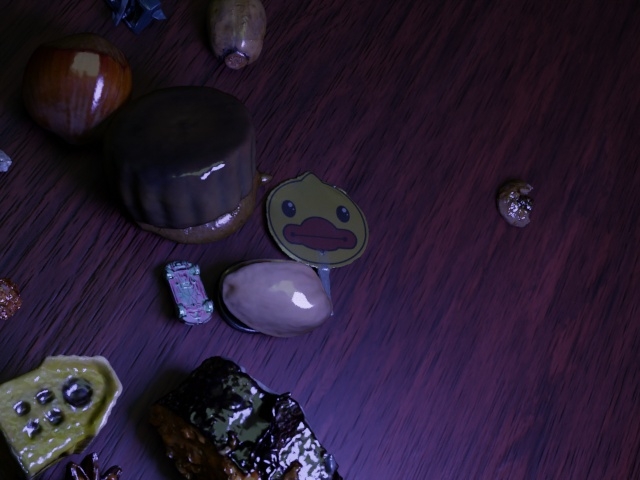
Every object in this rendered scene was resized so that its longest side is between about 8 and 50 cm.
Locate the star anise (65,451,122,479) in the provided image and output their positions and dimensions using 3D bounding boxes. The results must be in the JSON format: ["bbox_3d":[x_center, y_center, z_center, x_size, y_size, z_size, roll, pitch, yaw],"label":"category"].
[{"bbox_3d":[-0.416,0.439,1.640,0.234,0.073,0.177,9,76,-45],"label":"star anise"}]

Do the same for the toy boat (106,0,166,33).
[{"bbox_3d":[-0.426,-0.535,2.049,0.103,0.093,0.246,-37,87,-39],"label":"toy boat"}]

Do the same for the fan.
[{"bbox_3d":[0.000,0.000,2.050,0.229,0.011,0.335,4,62,-23],"label":"fan"}]

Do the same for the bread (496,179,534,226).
[{"bbox_3d":[0.446,-0.090,2.284,0.082,0.060,0.113,17,64,-20],"label":"bread"}]

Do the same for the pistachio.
[{"bbox_3d":[-0.081,0.105,1.897,0.223,0.126,0.152,19,101,-13],"label":"pistachio"}]

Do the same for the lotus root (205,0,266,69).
[{"bbox_3d":[-0.180,-0.470,2.125,0.125,0.118,0.221,14,66,-38],"label":"lotus root"}]

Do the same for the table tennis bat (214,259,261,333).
[{"bbox_3d":[-0.094,0.115,1.968,0.236,0.027,0.150,8,67,-21],"label":"table tennis bat"}]

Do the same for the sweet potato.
[{"bbox_3d":[-0.203,-0.063,1.952,0.310,0.098,0.124,-30,55,-29],"label":"sweet potato"}]

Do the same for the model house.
[{"bbox_3d":[-0.441,0.274,1.644,0.234,0.193,0.175,-35,84,-32],"label":"model house"}]

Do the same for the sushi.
[{"bbox_3d":[-0.126,0.363,1.734,0.348,0.234,0.207,45,58,4],"label":"sushi"}]

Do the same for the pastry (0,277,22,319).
[{"bbox_3d":[-0.597,0.087,1.725,0.169,0.063,0.087,10,63,-20],"label":"pastry"}]

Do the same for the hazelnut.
[{"bbox_3d":[-0.446,-0.290,1.883,0.210,0.186,0.210,27,33,-19],"label":"hazelnut"}]

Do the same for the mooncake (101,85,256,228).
[{"bbox_3d":[-0.258,-0.149,1.865,0.290,0.161,0.290,-2,43,2],"label":"mooncake"}]

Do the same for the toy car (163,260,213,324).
[{"bbox_3d":[-0.251,0.102,1.884,0.069,0.055,0.142,-7,59,-28],"label":"toy car"}]

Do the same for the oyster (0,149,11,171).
[{"bbox_3d":[-0.691,-0.223,1.799,0.198,0.112,0.268,-19,69,-51],"label":"oyster"}]
